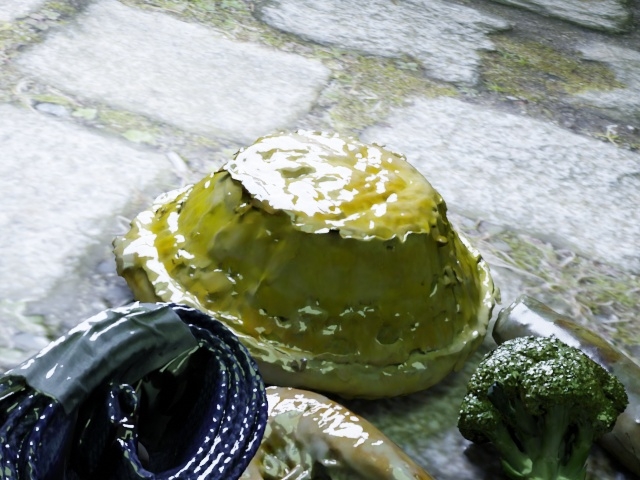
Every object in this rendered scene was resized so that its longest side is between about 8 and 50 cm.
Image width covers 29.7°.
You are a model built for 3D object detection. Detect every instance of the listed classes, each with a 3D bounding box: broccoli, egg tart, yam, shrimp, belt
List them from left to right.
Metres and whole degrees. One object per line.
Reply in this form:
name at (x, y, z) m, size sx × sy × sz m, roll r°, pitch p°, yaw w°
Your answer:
belt at (-0.134, 0.134, 0.726) m, size 0.139 × 0.126 × 0.230 m, roll 44°, pitch 33°, yaw 3°
egg tart at (0.001, 0.000, 1.021) m, size 0.341 × 0.132 × 0.341 m, roll 10°, pitch 29°, yaw -5°
shrimp at (0.014, 0.170, 0.802) m, size 0.236 × 0.053 × 0.133 m, roll 28°, pitch 32°, yaw 28°
broccoli at (0.161, 0.130, 0.886) m, size 0.130 × 0.131 × 0.120 m, roll 6°, pitch 69°, yaw -19°
yam at (0.250, 0.142, 0.945) m, size 0.071 × 0.067 × 0.317 m, roll 22°, pitch 14°, yaw -43°
